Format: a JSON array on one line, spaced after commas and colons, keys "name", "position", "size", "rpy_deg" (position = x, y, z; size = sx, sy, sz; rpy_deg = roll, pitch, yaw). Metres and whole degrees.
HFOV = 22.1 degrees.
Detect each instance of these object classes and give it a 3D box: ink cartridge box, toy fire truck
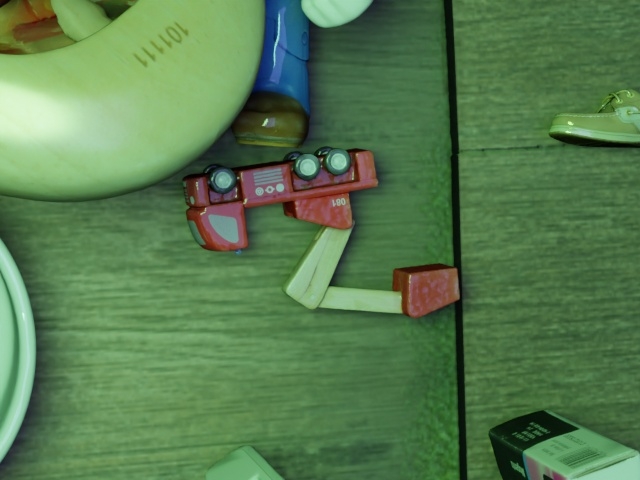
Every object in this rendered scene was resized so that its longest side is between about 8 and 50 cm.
[{"name": "ink cartridge box", "position": [0.224, 0.319, 1.224], "size": [0.069, 0.176, 0.371], "rpy_deg": [-19, 98, -11]}, {"name": "toy fire truck", "position": [0.000, 0.000, 1.220], "size": [0.192, 0.047, 0.135], "rpy_deg": [-10, 97, -12]}]

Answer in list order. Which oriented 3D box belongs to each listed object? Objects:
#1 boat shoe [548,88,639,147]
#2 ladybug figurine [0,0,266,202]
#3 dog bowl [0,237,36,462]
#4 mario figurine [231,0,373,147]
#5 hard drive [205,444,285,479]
[{"name": "boat shoe", "position": [0.238, -0.095, 1.271], "size": [0.135, 0.050, 0.045], "rpy_deg": [0, 90, -23]}, {"name": "ladybug figurine", "position": [-0.234, -0.193, 1.053], "size": [0.449, 0.162, 0.305], "rpy_deg": [44, 67, 10]}, {"name": "dog bowl", "position": [-0.329, 0.072, 1.119], "size": [0.265, 0.104, 0.265], "rpy_deg": [-1, 93, -13]}, {"name": "mario figurine", "position": [-0.066, -0.229, 1.131], "size": [0.198, 0.170, 0.320], "rpy_deg": [5, 94, -11]}, {"name": "hard drive", "position": [0.053, 0.312, 1.155], "size": [0.047, 0.233, 0.353], "rpy_deg": [-36, 100, -8]}]
